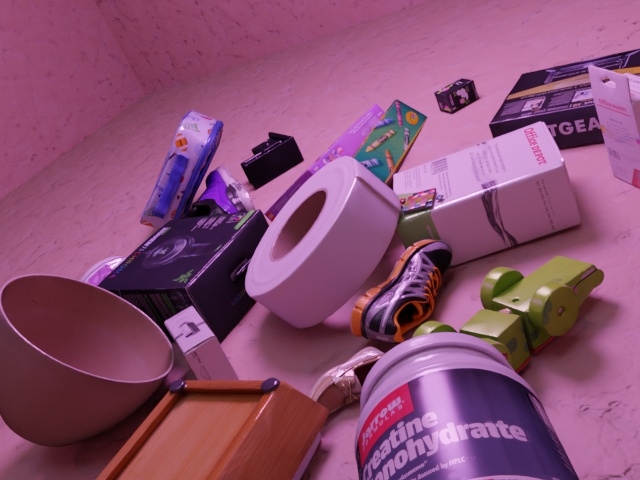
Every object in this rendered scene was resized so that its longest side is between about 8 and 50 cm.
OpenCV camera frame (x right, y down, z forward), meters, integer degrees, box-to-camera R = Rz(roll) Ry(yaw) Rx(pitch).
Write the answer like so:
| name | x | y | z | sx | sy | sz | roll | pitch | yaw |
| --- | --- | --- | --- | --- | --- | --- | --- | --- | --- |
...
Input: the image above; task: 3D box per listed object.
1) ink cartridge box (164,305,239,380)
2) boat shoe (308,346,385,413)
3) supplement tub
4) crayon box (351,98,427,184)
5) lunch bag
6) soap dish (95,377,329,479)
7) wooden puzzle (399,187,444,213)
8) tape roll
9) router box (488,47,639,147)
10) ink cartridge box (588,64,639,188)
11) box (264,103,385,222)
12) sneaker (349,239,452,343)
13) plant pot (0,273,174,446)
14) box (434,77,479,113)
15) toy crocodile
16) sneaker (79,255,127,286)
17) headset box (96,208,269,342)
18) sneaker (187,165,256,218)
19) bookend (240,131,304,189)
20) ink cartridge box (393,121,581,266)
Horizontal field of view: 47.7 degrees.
| name | x | y | z | sx | sy | sz | roll | pitch | yaw |
| --- | --- | --- | --- | --- | --- | --- | --- | --- | --- |
| ink cartridge box | -0.190 | 0.177 | 1.153 | 0.056 | 0.099 | 0.135 | -31 | 26 | -14 |
| boat shoe | 0.040 | 0.190 | 0.970 | 0.135 | 0.050 | 0.045 | -38 | 22 | -25 |
| supplement tub | 0.130 | 0.225 | 0.646 | 0.191 | 0.191 | 0.272 | -22 | 25 | 7 |
| crayon box | 0.107 | -0.140 | 1.419 | 0.278 | 0.081 | 0.165 | -56 | -6 | -48 |
| lunch bag | -0.344 | -0.162 | 1.795 | 0.243 | 0.114 | 0.303 | -94 | 28 | -68 |
| soap dish | -0.151 | 0.289 | 0.874 | 0.228 | 0.118 | 0.291 | -7 | 29 | 34 |
| wooden puzzle | 0.156 | -0.063 | 1.142 | 0.083 | 0.006 | 0.049 | -15 | 28 | 27 |
| tape roll | 0.000 | 0.000 | 1.193 | 0.286 | 0.100 | 0.286 | -45 | 20 | 21 |
| router box | 0.514 | -0.273 | 1.404 | 0.308 | 0.081 | 0.243 | -5 | 31 | 37 |
| ink cartridge box | 0.486 | -0.183 | 1.110 | 0.067 | 0.198 | 0.115 | -26 | 25 | -1 |
| box | 0.018 | -0.162 | 1.579 | 0.293 | 0.057 | 0.201 | -48 | 6 | -40 |
| sneaker | 0.138 | 0.080 | 1.077 | 0.083 | 0.084 | 0.215 | 20 | 53 | 40 |
| plant pot | -0.403 | 0.209 | 1.143 | 0.191 | 0.284 | 0.284 | -59 | 22 | 12 |
| box | 0.333 | -0.355 | 1.772 | 0.083 | 0.052 | 0.062 | -29 | 24 | -10 |
| toy crocodile | 0.222 | 0.122 | 0.893 | 0.340 | 0.105 | 0.115 | -32 | 25 | -26 |
| sneaker | -0.452 | 0.151 | 1.468 | 0.161 | 0.102 | 0.282 | 8 | 51 | 45 |
| headset box | -0.237 | 0.068 | 1.375 | 0.283 | 0.131 | 0.246 | -3 | 33 | 38 |
| sneaker | -0.260 | -0.090 | 1.745 | 0.146 | 0.102 | 0.293 | -31 | 25 | -11 |
| bookend | -0.151 | -0.216 | 1.928 | 0.156 | 0.072 | 0.157 | -33 | 25 | -16 |
| ink cartridge box | 0.266 | -0.072 | 1.198 | 0.272 | 0.115 | 0.198 | -19 | 25 | 16 |
